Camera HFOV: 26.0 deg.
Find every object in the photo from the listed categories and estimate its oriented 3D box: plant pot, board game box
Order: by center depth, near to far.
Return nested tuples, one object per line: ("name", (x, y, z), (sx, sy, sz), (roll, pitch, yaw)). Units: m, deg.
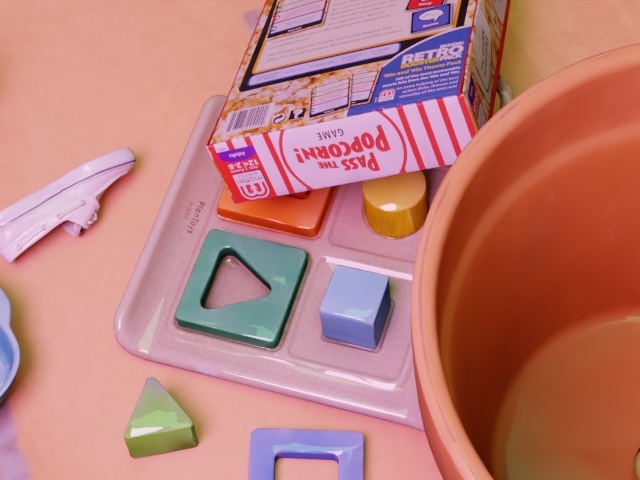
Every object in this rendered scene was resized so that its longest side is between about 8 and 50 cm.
("plant pot", (0.184, 0.080, 0.661), (0.291, 0.203, 0.291), (0, 60, 1))
("board game box", (0.029, -0.109, 0.795), (0.146, 0.045, 0.193), (-9, 38, 22))

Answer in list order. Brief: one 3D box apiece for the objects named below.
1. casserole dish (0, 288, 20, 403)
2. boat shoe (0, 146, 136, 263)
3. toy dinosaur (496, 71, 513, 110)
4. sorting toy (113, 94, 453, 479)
("casserole dish", (-0.248, 0.089, 0.757), (0.188, 0.037, 0.114), (-41, 68, -19))
("boat shoe", (-0.149, -0.019, 0.822), (0.100, 0.035, 0.035), (-32, 92, -20))
("toy dinosaur", (0.104, -0.049, 0.803), (0.053, 0.092, 0.183), (-19, 29, 38))
("sorting toy", (0.000, 0.000, 0.797), (0.196, 0.047, 0.348), (15, 62, 9))
